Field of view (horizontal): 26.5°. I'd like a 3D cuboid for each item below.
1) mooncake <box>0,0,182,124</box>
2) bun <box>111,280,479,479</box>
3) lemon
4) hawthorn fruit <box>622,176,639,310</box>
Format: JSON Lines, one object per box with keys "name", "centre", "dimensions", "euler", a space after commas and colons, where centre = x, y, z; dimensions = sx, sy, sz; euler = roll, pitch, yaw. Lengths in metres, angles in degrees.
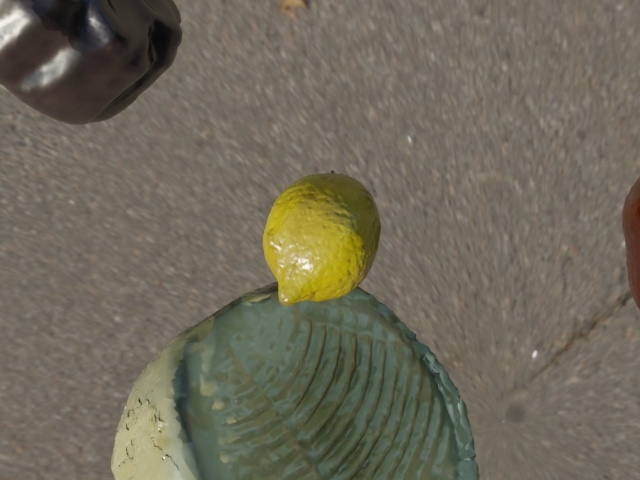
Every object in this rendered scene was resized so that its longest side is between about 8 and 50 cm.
{"name": "mooncake", "centre": [-0.258, -0.256, 1.337], "dimensions": [0.141, 0.283, 0.283], "euler": [-37, 79, 24]}
{"name": "bun", "centre": [-0.025, 0.160, 0.936], "dimensions": [0.259, 0.152, 0.259], "euler": [17, 58, -30]}
{"name": "lemon", "centre": [0.000, 0.000, 0.747], "dimensions": [0.065, 0.065, 0.092], "euler": [19, 52, 10]}
{"name": "hawthorn fruit", "centre": [0.368, 0.021, 1.127], "dimensions": [0.205, 0.205, 0.253], "euler": [-26, 37, 4]}
